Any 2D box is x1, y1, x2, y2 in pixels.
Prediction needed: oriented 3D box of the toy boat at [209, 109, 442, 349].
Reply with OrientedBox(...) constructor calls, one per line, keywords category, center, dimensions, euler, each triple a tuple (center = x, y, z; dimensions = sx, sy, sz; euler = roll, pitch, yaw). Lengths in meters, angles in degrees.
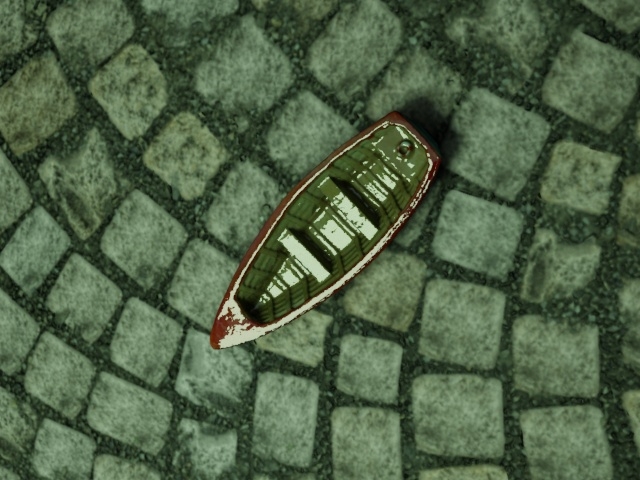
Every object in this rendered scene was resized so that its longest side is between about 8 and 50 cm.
OrientedBox(category="toy boat", center=(0.000, 0.000, 1.734), dimensions=(0.136, 0.079, 0.392), euler=(47, 111, 9))
